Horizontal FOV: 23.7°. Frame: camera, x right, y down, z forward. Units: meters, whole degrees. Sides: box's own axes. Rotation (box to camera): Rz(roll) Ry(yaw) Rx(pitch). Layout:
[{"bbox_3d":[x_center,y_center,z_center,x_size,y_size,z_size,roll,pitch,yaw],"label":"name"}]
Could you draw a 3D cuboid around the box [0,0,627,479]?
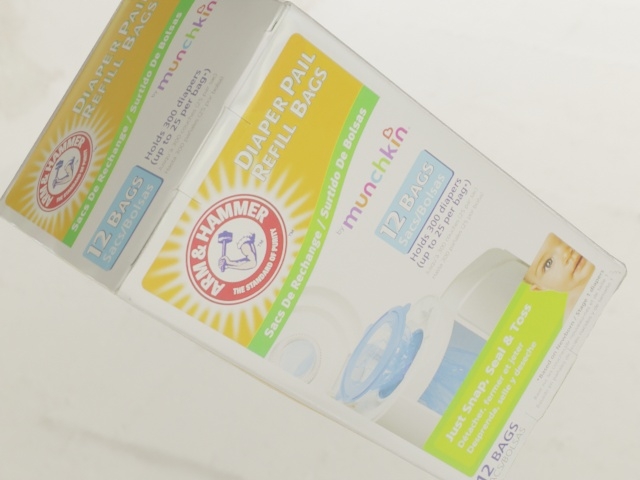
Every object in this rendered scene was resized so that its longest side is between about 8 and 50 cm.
[{"bbox_3d":[0.000,0.000,0.576,0.103,0.203,0.114,26,-96,52],"label":"box"}]
